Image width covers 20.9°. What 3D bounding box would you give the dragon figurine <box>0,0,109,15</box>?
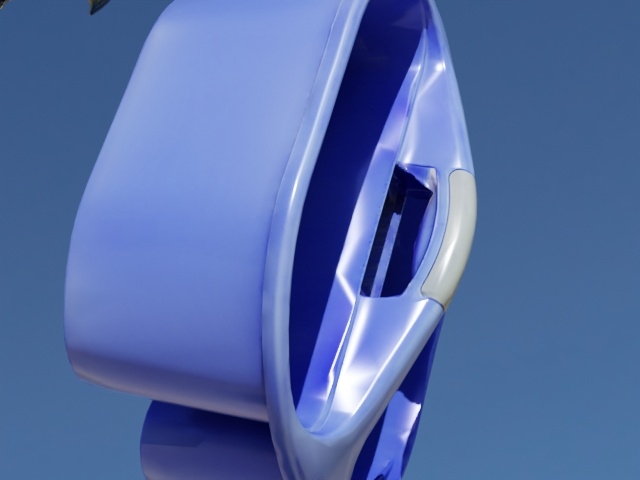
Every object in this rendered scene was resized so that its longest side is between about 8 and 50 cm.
[{"bbox_3d":[-0.175,-0.203,1.135,0.144,0.289,0.085,6,-21,13],"label":"dragon figurine"}]

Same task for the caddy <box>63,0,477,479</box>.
[{"bbox_3d":[0.000,0.000,0.987,0.179,0.341,0.241,1,-38,22],"label":"caddy"}]
